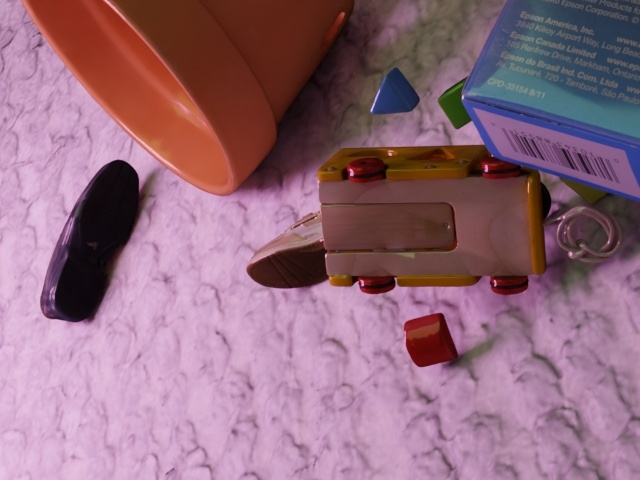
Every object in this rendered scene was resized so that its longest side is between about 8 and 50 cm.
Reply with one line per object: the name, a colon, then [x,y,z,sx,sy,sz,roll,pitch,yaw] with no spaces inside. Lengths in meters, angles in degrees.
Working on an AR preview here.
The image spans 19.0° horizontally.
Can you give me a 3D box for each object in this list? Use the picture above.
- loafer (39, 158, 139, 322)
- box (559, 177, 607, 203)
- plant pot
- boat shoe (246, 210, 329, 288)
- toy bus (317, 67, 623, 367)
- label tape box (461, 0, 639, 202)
loafer: [-0.228,-0.001,1.838,0.061,0.062,0.170,-7,54,55]
box: [0.242,-0.118,1.369,0.178,0.042,0.109,-37,37,26]
plant pot: [-0.108,-0.213,1.705,0.203,0.291,0.291,-44,31,-14]
boat shoe: [0.000,0.000,1.563,0.135,0.050,0.045,-20,42,27]
toy bus: [0.098,-0.023,1.399,0.191,0.202,0.104,-48,0,26]
label tape box: [0.274,-0.183,1.248,0.241,0.106,0.333,20,75,27]
